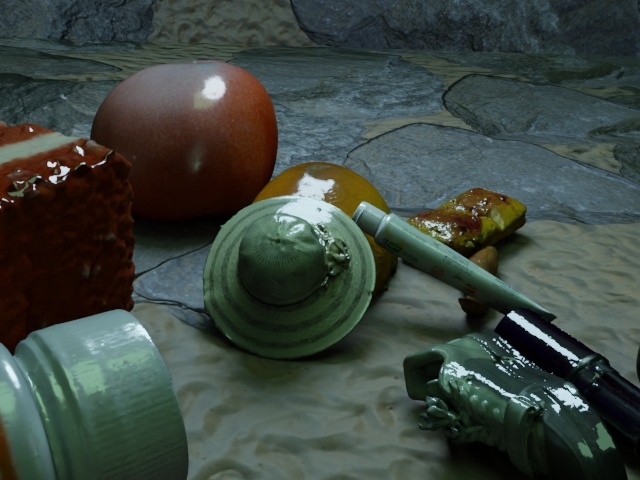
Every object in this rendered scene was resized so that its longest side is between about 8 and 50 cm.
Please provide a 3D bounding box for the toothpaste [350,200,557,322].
[{"bbox_3d":[0.185,0.039,1.050,0.314,0.056,0.058,31,22,7],"label":"toothpaste"}]

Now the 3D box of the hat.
[{"bbox_3d":[-0.050,0.022,0.977,0.251,0.110,0.252,-1,63,3],"label":"hat"}]

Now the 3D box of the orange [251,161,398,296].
[{"bbox_3d":[-0.003,-0.003,1.200,0.274,0.275,0.310,15,-2,20],"label":"orange"}]

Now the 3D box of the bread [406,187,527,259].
[{"bbox_3d":[0.257,-0.026,1.280,0.139,0.077,0.270,18,28,38],"label":"bread"}]

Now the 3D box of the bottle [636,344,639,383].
[{"bbox_3d":[0.523,0.108,0.972,0.171,0.172,0.351,16,21,22],"label":"bottle"}]

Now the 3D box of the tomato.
[{"bbox_3d":[-0.245,-0.192,1.329,0.341,0.273,0.341,4,27,-2],"label":"tomato"}]

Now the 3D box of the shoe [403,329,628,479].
[{"bbox_3d":[0.187,0.198,0.803,0.149,0.109,0.293,-13,21,-13],"label":"shoe"}]

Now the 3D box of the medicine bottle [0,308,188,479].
[{"bbox_3d":[-0.319,0.199,0.617,0.371,0.211,0.211,-16,33,-33],"label":"medicine bottle"}]

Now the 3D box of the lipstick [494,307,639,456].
[{"bbox_3d":[0.332,0.179,0.894,0.081,0.081,0.299,-11,28,-28],"label":"lipstick"}]

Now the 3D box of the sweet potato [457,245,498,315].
[{"bbox_3d":[0.248,0.059,1.155,0.055,0.058,0.202,48,33,-10],"label":"sweet potato"}]

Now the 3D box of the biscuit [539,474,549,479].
[{"bbox_3d":[0.266,0.272,0.771,0.071,0.018,0.147,11,26,12],"label":"biscuit"}]

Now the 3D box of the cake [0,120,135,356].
[{"bbox_3d":[-0.428,0.008,0.908,0.319,0.270,0.269,16,29,23],"label":"cake"}]
